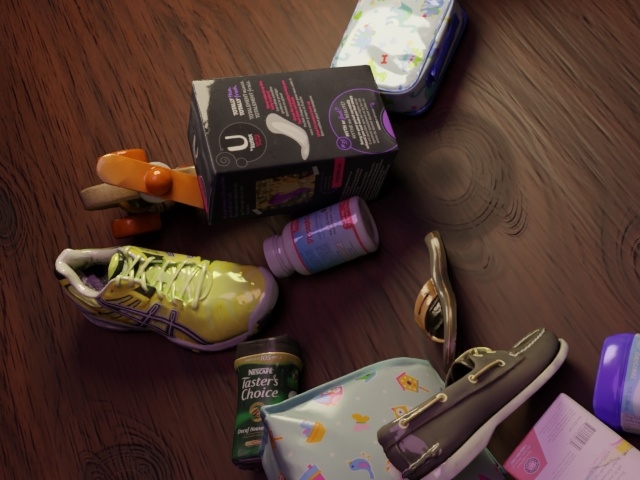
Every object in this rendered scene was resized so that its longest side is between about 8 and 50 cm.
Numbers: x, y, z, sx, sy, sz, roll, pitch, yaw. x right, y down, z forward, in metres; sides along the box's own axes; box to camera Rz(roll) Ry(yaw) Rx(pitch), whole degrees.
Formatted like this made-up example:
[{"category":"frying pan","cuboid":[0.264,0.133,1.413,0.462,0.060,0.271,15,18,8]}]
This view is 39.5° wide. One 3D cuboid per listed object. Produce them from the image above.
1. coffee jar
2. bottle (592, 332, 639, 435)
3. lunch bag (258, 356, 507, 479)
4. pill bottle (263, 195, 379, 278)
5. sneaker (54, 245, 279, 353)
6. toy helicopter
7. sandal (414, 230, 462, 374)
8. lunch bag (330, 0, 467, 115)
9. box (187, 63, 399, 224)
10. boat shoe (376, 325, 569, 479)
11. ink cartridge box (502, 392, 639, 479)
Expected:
[{"category":"coffee jar","cuboid":[-0.074,0.226,1.254,0.096,0.079,0.184,-13,60,20]},{"category":"bottle","cuboid":[0.459,0.178,1.001,0.282,0.092,0.118,6,68,29]},{"category":"lunch bag","cuboid":[0.081,0.278,1.099,0.262,0.160,0.223,-16,51,-22]},{"category":"pill bottle","cuboid":[0.000,0.000,1.325,0.160,0.087,0.087,-21,58,16]},{"category":"sneaker","cuboid":[-0.247,0.082,1.373,0.384,0.147,0.145,-1,63,25]},{"category":"toy helicopter","cuboid":[-0.209,-0.103,1.417,0.355,0.235,0.140,-12,89,2]},{"category":"sandal","cuboid":[0.154,0.084,1.201,0.060,0.090,0.219,-12,57,9]},{"category":"lunch bag","cuboid":[0.126,-0.307,1.415,0.176,0.090,0.219,13,72,32]},{"category":"box","cuboid":[-0.046,-0.142,1.303,0.270,0.143,0.165,-8,63,-16]},{"category":"boat shoe","cuboid":[0.187,0.178,1.051,0.305,0.109,0.091,-34,77,-37]},{"category":"ink cartridge box","cuboid":[0.324,0.284,1.021,0.198,0.067,0.115,39,87,25]}]
